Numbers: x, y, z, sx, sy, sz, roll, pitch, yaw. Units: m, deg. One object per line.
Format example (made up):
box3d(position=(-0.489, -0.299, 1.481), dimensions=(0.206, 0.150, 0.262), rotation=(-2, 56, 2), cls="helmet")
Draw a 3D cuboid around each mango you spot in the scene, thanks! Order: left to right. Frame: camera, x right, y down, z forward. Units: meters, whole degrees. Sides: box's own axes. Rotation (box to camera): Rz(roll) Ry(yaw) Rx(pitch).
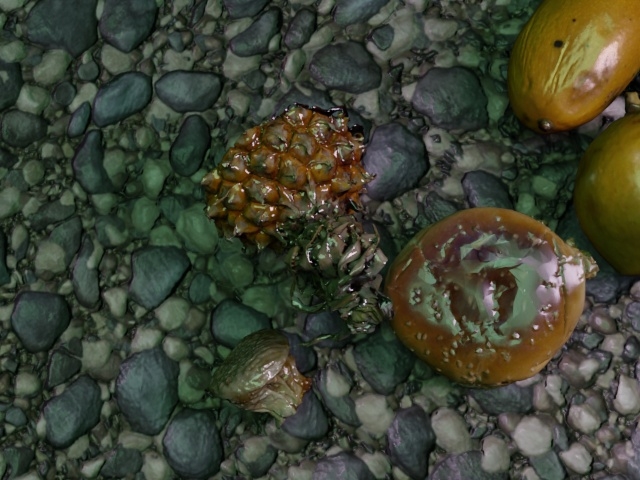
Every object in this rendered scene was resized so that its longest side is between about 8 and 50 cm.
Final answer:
box3d(position=(0.378, -0.301, 1.490), dimensions=(0.187, 0.144, 0.359), rotation=(20, 75, 48), cls="mango")

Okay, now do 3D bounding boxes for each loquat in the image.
box3d(position=(0.429, -0.080, 1.391), dimensions=(0.213, 0.213, 0.246), rotation=(-10, 79, 9), cls="loquat")

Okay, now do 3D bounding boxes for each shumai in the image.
box3d(position=(-0.078, 0.200, 1.490), dimensions=(0.145, 0.145, 0.116), rotation=(-36, 109, 1), cls="shumai")

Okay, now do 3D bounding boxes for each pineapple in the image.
box3d(position=(0.000, 0.000, 1.417), dimensions=(0.262, 0.262, 0.271), rotation=(-31, 56, 3), cls="pineapple")

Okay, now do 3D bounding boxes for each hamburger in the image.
box3d(position=(0.228, 0.075, 1.439), dimensions=(0.286, 0.146, 0.243), rotation=(-9, 81, 9), cls="hamburger")

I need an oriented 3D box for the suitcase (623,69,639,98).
box3d(position=(0.497, -0.219, 1.497), dimensions=(0.126, 0.059, 0.086), rotation=(32, 84, 15), cls="suitcase")
